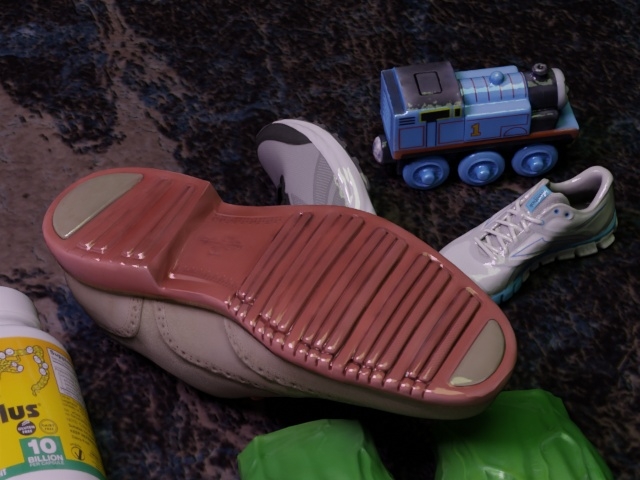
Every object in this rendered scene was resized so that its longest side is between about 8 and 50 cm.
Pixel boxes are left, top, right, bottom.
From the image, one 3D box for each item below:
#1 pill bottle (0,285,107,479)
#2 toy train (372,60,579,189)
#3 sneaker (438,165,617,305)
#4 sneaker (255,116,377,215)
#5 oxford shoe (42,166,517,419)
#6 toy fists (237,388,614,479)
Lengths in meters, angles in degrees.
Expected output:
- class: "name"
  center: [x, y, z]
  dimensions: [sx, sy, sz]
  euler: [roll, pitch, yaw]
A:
- class: "pill bottle"
  center: [-0.232, 0.138, 1.279]
  dimensions: [0.117, 0.118, 0.208]
  euler: [-14, 50, -11]
- class: "toy train"
  center: [0.137, -0.105, 1.498]
  dimensions: [0.184, 0.105, 0.080]
  euler: [-7, 49, -5]
- class: "sneaker"
  center: [0.167, -0.011, 1.430]
  dimensions: [0.190, 0.083, 0.071]
  euler: [-28, 55, -20]
- class: "sneaker"
  center: [0.000, 0.000, 1.414]
  dimensions: [0.108, 0.100, 0.271]
  euler: [-22, 51, -11]
- class: "oxford shoe"
  center: [-0.026, 0.059, 1.306]
  dimensions: [0.397, 0.146, 0.140]
  euler: [21, 52, 30]
- class: "toy fists"
  center: [0.074, 0.198, 1.235]
  dimensions: [0.279, 0.096, 0.142]
  euler: [-7, 33, -6]
